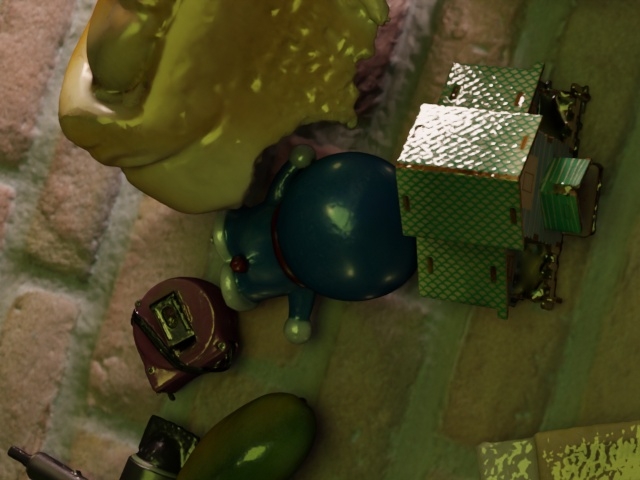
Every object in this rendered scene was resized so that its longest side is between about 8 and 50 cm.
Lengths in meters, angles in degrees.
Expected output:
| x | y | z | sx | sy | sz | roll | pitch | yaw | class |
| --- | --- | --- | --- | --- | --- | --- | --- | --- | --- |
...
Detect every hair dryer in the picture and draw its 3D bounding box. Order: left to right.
| x | y | z | sx | sy | sz | roll | pitch | yaw | class |
| --- | --- | --- | --- | --- | --- | --- | --- | --- | --- |
| -0.267 | 0.270 | 2.085 | 0.248 | 0.078 | 0.195 | 23 | 93 | 30 | hair dryer |

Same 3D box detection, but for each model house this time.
| x | y | z | sx | sy | sz | roll | pitch | yaw | class |
| --- | --- | --- | --- | --- | --- | --- | --- | --- | --- |
| 0.181 | -0.059 | 1.835 | 0.178 | 0.206 | 0.271 | 11 | 89 | 25 | model house |

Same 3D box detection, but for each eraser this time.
| x | y | z | sx | sy | sz | roll | pitch | yaw | class |
| --- | --- | --- | --- | --- | --- | --- | --- | --- | --- |
| 0.332 | 0.250 | 1.806 | 0.343 | 0.078 | 0.144 | -10 | 80 | 24 | eraser |

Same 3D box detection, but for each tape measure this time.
| x | y | z | sx | sy | sz | roll | pitch | yaw | class |
| --- | --- | --- | --- | --- | --- | --- | --- | --- | --- |
| -0.153 | 0.104 | 2.042 | 0.118 | 0.074 | 0.125 | -33 | 75 | 17 | tape measure |

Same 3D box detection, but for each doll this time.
| x | y | z | sx | sy | sz | roll | pitch | yaw | class |
| --- | --- | --- | --- | --- | --- | --- | --- | --- | --- |
| 0.000 | 0.000 | 1.956 | 0.257 | 0.161 | 0.215 | -11 | 93 | 39 | doll |

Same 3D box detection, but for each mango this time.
| x | y | z | sx | sy | sz | roll | pitch | yaw | class |
| --- | --- | --- | --- | --- | --- | --- | --- | --- | --- |
| -0.089 | 0.236 | 1.975 | 0.191 | 0.085 | 0.122 | -31 | 31 | 11 | mango |

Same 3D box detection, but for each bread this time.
| x | y | z | sx | sy | sz | roll | pitch | yaw | class |
| --- | --- | --- | --- | --- | --- | --- | --- | --- | --- |
| -0.098 | -0.237 | 1.920 | 0.329 | 0.245 | 0.424 | 40 | 100 | 42 | bread |
